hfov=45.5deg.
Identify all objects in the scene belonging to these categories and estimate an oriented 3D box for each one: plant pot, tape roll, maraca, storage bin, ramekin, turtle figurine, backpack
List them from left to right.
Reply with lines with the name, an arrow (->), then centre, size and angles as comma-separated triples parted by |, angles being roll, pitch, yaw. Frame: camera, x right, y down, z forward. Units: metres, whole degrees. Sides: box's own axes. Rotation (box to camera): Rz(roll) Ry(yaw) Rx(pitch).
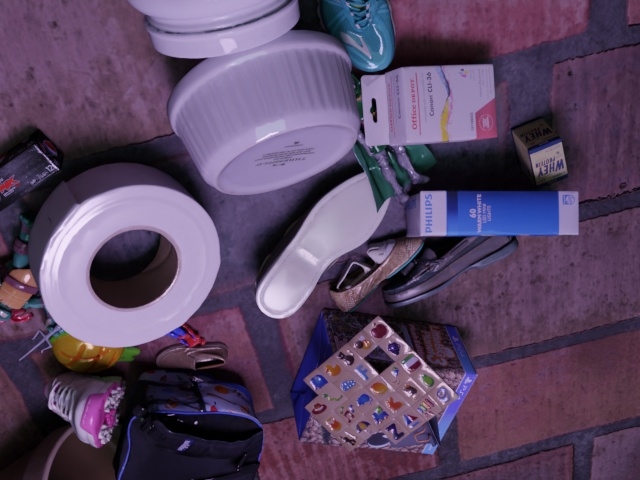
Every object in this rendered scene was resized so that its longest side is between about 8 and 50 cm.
turtle figurine -> -0.491, 0.074, 1.249 | 0.175, 0.118, 0.234 | 26, 101, -42
plant pot -> -0.517, 0.527, 1.474 | 0.281, 0.323, 0.323 | -18, 128, 22
maraca -> -0.402, 0.191, 1.364 | 0.127, 0.099, 0.185 | -14, 152, 13
tape roll -> -0.307, 0.024, 1.207 | 0.286, 0.100, 0.286 | -15, 123, -24
backpack -> -0.246, 0.376, 1.446 | 0.264, 0.213, 0.276 | 9, 120, -18
ramekin -> -0.068, -0.166, 1.074 | 0.273, 0.127, 0.273 | -20, 166, -5
storage bin -> 0.158, 0.328, 1.404 | 0.091, 0.098, 0.135 | -17, 127, 13

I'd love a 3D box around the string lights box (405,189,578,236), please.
string lights box -> 0.283, -0.045, 1.288 | 0.260, 0.133, 0.076 | -1, 90, -3

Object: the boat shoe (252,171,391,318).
boat shoe -> -0.003, -0.003, 1.303 | 0.109, 0.091, 0.305 | 42, 90, -17

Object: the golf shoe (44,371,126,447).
golf shoe -> -0.419, 0.286, 1.328 | 0.140, 0.306, 0.115 | 14, 79, -10

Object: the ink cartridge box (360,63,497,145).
ink cartridge box -> 0.166, -0.206, 1.168 | 0.198, 0.067, 0.115 | -7, 95, -19

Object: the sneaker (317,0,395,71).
sneaker -> 0.042, -0.351, 1.062 | 0.107, 0.110, 0.275 | -20, 127, 3

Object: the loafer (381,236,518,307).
loafer -> 0.225, 0.029, 1.393 | 0.268, 0.096, 0.084 | -26, 106, -1

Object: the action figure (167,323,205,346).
action figure -> -0.262, 0.172, 1.418 | 0.115, 0.030, 0.038 | 29, 120, -33

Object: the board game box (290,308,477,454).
board game box -> 0.116, 0.282, 1.502 | 0.291, 0.141, 0.232 | 9, 122, -17

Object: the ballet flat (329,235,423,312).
ballet flat -> 0.094, 0.048, 1.382 | 0.067, 0.073, 0.206 | 41, 106, -16

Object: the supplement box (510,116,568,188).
supplement box -> 0.369, -0.148, 1.287 | 0.056, 0.083, 0.083 | -22, 126, 4

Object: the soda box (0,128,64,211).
soda box -> -0.478, -0.095, 1.170 | 0.169, 0.053, 0.060 | -32, 124, 10

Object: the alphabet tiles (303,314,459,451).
alphabet tiles -> 0.090, 0.270, 1.346 | 0.198, 0.009, 0.237 | 45, 115, -3

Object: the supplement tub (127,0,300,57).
supplement tub -> -0.148, -0.408, 0.905 | 0.236, 0.235, 0.324 | -13, 126, -3

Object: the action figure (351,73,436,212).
action figure -> 0.089, -0.171, 1.211 | 0.137, 0.063, 0.232 | -43, 116, -15

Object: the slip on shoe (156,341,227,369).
slip on shoe -> -0.244, 0.226, 1.451 | 0.136, 0.041, 0.051 | -4, 125, -9
